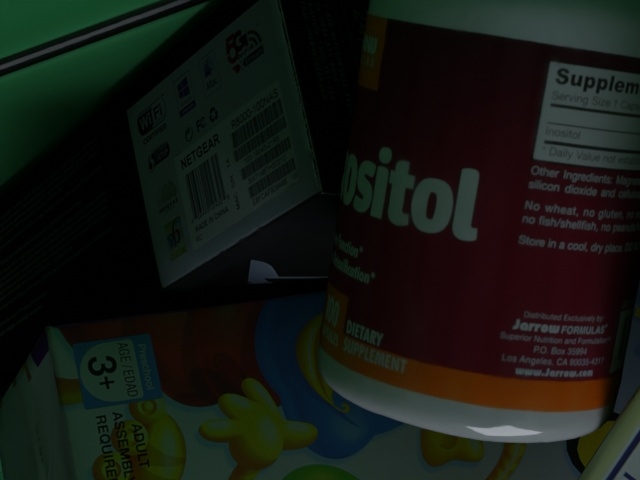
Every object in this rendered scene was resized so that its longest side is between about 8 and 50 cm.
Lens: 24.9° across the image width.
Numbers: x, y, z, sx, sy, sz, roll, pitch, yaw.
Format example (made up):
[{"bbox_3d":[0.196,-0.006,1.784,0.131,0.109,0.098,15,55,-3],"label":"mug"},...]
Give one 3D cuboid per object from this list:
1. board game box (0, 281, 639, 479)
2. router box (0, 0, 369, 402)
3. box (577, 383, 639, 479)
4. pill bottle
[{"bbox_3d":[0.030,0.099,0.563,0.275,0.144,0.142,-7,164,-23],"label":"board game box"},{"bbox_3d":[0.000,0.000,0.615,0.243,0.081,0.309,0,161,-38],"label":"router box"},{"bbox_3d":[0.188,0.009,0.407,0.213,0.117,0.243,-43,161,-36],"label":"box"},{"bbox_3d":[0.050,-0.028,0.397,0.086,0.152,0.086,8,-171,-1],"label":"pill bottle"}]
